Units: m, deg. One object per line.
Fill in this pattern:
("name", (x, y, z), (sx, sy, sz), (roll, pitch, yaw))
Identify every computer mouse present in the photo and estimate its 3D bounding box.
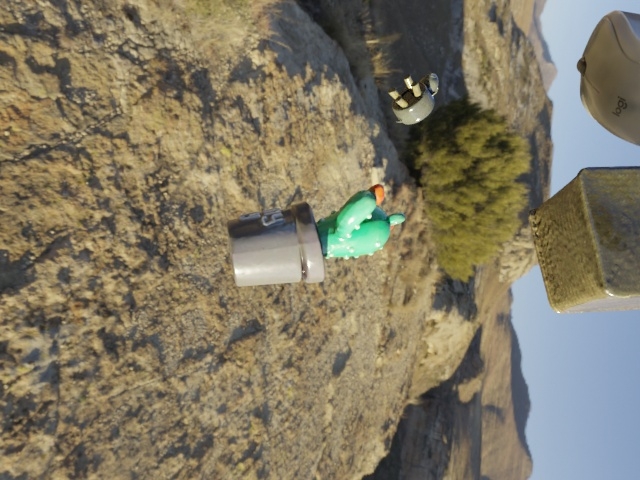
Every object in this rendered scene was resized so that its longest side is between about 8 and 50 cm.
("computer mouse", (0.537, -0.268, 0.711), (0.184, 0.121, 0.296), (69, 1, -51))

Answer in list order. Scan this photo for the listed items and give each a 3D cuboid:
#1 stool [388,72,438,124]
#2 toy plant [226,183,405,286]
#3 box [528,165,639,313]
("stool", (0.365, -0.578, 1.632), (0.139, 0.154, 0.227), (40, 66, -40))
("toy plant", (0.001, -0.008, 0.917), (0.279, 0.401, 0.185), (94, -17, -50))
("box", (0.475, -0.002, 0.582), (0.143, 0.274, 0.183), (81, 7, -71))
